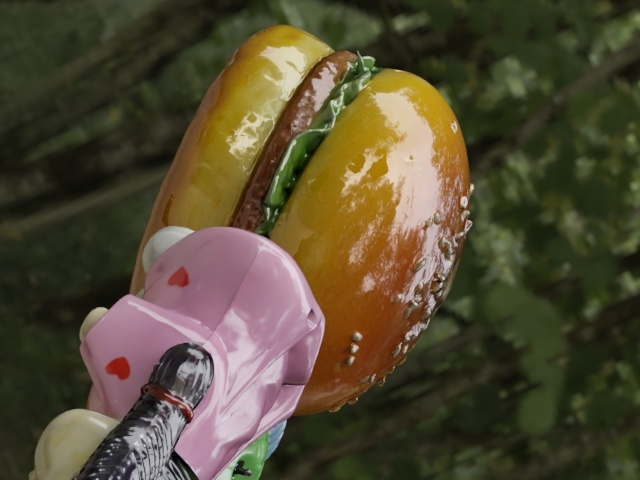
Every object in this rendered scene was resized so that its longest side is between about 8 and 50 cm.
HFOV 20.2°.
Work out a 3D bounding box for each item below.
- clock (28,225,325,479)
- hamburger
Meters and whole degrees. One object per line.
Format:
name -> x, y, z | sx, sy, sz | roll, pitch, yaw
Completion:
clock -> -0.081, 0.115, 0.809 | 0.194, 0.100, 0.195 | 108, 9, -49
hamburger -> 0.001, -0.002, 1.091 | 0.170, 0.246, 0.246 | 23, -5, 12
